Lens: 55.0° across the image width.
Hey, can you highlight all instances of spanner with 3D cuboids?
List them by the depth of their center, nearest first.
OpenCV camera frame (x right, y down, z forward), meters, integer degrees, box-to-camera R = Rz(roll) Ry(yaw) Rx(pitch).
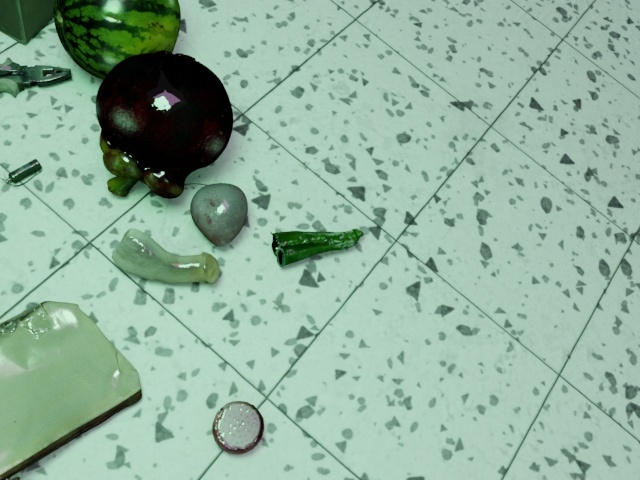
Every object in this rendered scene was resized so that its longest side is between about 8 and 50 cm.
[{"bbox_3d":[-0.740,-0.371,1.401,0.324,0.040,0.096,-8,69,-18],"label":"spanner"}]

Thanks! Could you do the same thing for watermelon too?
[{"bbox_3d":[-0.459,-0.506,1.403,0.285,0.285,0.285,6,64,-13],"label":"watermelon"}]

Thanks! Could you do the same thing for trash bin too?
[{"bbox_3d":[-0.686,-0.615,1.468,0.122,0.164,0.241,30,58,-1],"label":"trash bin"}]

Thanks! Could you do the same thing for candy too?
[{"bbox_3d":[-0.162,0.368,1.210,0.103,0.043,0.103,6,64,-13],"label":"candy"}]

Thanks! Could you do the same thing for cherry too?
[{"bbox_3d":[-0.253,-0.058,1.361,0.188,0.115,0.148,-5,94,-3],"label":"cherry"}]

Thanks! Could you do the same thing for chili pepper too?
[{"bbox_3d":[0.000,0.000,1.424,0.226,0.059,0.088,-11,64,-22],"label":"chili pepper"}]

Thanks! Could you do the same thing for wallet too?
[{"bbox_3d":[-0.516,0.270,1.118,0.335,0.068,0.275,-31,94,-34],"label":"wallet"}]

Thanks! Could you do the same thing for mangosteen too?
[{"bbox_3d":[-0.331,-0.249,1.322,0.296,0.297,0.314,0,73,-15],"label":"mangosteen"}]

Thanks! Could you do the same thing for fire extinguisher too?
[{"bbox_3d":[-0.645,-0.143,1.329,0.083,0.025,0.038,-37,103,-27],"label":"fire extinguisher"}]

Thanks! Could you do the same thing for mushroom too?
[{"bbox_3d":[-0.323,0.047,1.299,0.223,0.081,0.092,18,82,-10],"label":"mushroom"}]
